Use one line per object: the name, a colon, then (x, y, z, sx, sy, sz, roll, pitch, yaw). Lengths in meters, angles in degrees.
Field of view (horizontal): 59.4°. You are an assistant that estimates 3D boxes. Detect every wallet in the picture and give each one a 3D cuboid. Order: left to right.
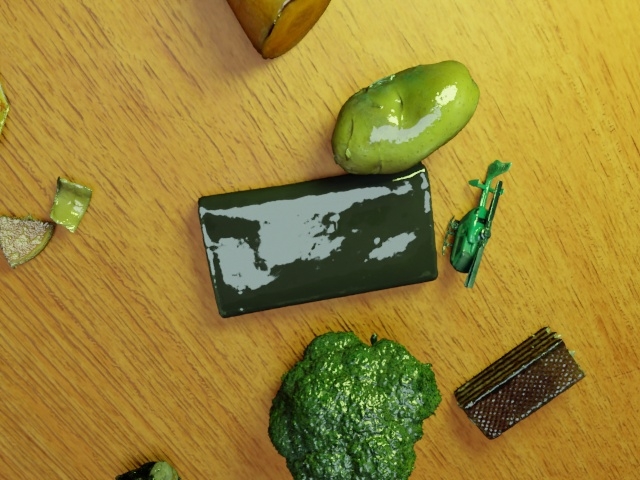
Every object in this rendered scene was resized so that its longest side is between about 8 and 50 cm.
wallet: (0.000, 0.000, 1.000, 0.406, 0.062, 0.228, -9, 108, -1)

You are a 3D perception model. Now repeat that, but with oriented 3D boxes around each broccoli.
broccoli: (0.064, 0.306, 1.006, 0.304, 0.321, 0.283, -55, 142, 1)

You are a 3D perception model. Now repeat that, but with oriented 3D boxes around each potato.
potato: (0.129, -0.197, 0.895, 0.248, 0.169, 0.143, -26, 137, 13)

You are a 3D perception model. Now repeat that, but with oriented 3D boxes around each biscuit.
biscuit: (0.396, 0.281, 1.112, 0.252, 0.070, 0.106, -37, 107, 6)

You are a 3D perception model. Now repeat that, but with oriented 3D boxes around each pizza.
pizza: (-0.507, -0.011, 0.974, 0.099, 0.029, 0.100, -17, 110, -8)

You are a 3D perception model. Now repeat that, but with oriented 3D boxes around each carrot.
carrot: (-0.103, -0.405, 0.831, 0.159, 0.159, 0.225, -43, 95, 9)

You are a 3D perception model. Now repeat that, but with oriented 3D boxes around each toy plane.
toy plane: (0.277, -0.032, 0.997, 0.060, 0.096, 0.235, 17, 87, -12)

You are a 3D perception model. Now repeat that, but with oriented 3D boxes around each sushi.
sushi: (-0.327, 0.545, 1.107, 0.115, 0.147, 0.212, -21, 90, 8)

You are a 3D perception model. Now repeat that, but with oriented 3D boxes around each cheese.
cheese: (-0.430, -0.060, 0.956, 0.060, 0.041, 0.084, 20, 89, -18)

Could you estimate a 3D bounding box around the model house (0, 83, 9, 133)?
model house: (-0.621, -0.234, 0.856, 0.136, 0.207, 0.219, 9, 121, 30)
